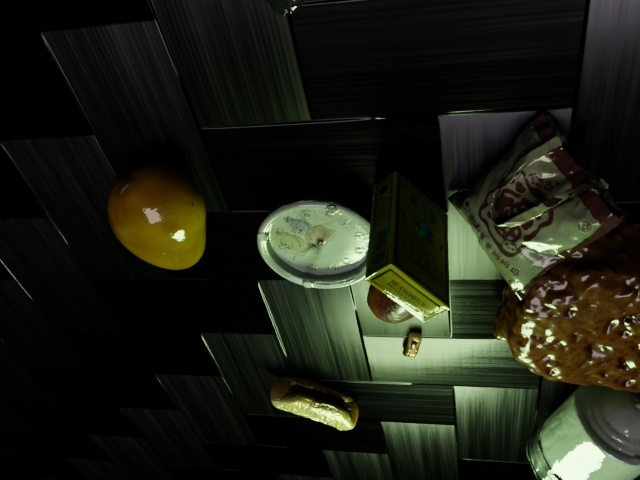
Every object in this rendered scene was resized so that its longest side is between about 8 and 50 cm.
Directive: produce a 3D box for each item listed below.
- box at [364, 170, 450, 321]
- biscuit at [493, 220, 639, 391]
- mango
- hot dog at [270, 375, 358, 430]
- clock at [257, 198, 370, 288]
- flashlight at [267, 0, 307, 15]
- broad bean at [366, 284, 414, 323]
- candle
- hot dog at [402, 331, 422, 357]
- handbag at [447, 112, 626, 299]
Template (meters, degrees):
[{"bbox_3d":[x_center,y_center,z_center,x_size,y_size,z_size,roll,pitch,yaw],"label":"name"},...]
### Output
[{"bbox_3d":[0.147,0.006,1.054,0.141,0.220,0.064,35,132,-25],"label":"box"},{"bbox_3d":[0.536,0.125,1.138,0.395,0.166,0.342,6,140,4],"label":"biscuit"},{"bbox_3d":[-0.300,-0.036,1.171,0.175,0.139,0.254,19,144,2],"label":"mango"},{"bbox_3d":[-0.008,0.410,1.630,0.242,0.084,0.073,23,133,-12],"label":"hot dog"},{"bbox_3d":[0.000,0.000,1.205,0.236,0.053,0.236,5,138,4],"label":"clock"},{"bbox_3d":[-0.087,-0.387,0.782,0.093,0.093,0.232,-14,133,25],"label":"flashlight"},{"bbox_3d":[0.154,0.111,1.272,0.114,0.084,0.165,40,139,-6],"label":"broad bean"},{"bbox_3d":[0.622,0.436,1.421,0.221,0.221,0.342,14,134,-3],"label":"candle"},{"bbox_3d":[0.206,0.242,1.434,0.030,0.034,0.090,11,139,2],"label":"hot dog"},{"bbox_3d":[0.322,-0.049,0.992,0.127,0.213,0.235,-12,154,-35],"label":"handbag"}]
